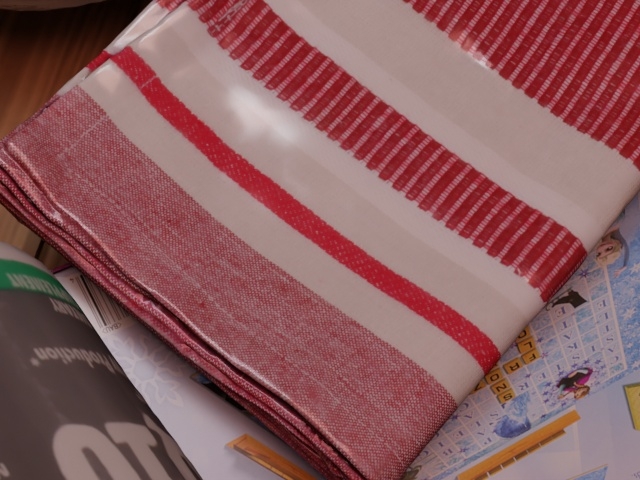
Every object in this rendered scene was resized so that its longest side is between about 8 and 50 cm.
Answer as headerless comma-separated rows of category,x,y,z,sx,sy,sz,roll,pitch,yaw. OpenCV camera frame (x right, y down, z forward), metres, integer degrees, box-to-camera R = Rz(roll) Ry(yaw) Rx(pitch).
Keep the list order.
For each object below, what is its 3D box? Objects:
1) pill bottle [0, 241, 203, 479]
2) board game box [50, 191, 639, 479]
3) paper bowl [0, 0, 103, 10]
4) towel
pill bottle,-0.101,0.188,0.749,0.204,0.204,0.361,-29,61,-19
board game box,0.073,0.102,0.925,0.318,0.066,0.318,-22,72,-17
paper bowl,-0.150,-0.246,0.989,0.284,0.148,0.284,3,68,-8
towel,0.034,-0.066,0.932,0.237,0.037,0.329,38,65,10
